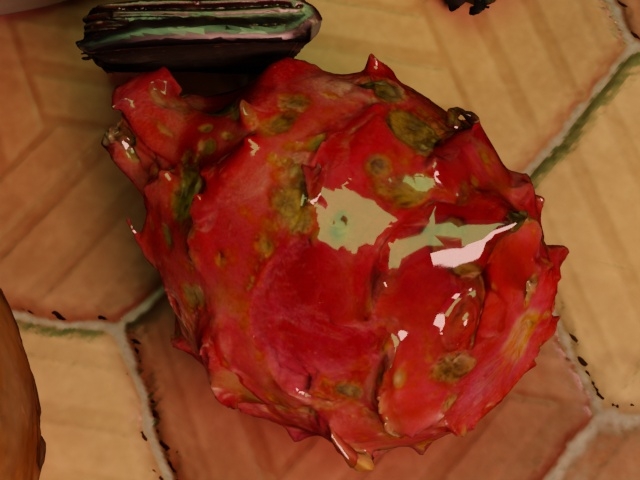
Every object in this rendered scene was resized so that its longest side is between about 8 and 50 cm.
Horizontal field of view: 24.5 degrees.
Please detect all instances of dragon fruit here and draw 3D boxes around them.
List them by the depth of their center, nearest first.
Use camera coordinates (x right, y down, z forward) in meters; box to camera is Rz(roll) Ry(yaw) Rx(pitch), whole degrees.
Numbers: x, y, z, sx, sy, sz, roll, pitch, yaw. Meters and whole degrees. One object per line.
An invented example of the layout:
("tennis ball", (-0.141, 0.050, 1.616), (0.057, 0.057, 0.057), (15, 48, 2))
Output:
("dragon fruit", (0.000, 0.000, 0.805), (0.268, 0.210, 0.205), (31, 99, 6))

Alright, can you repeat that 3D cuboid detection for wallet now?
("wallet", (-0.070, -0.113, 0.830), (0.122, 0.232, 0.031), (0, 93, -6))

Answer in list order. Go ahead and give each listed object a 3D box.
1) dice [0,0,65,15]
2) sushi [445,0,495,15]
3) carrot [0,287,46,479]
("dice", (-0.206, -0.316, 0.850), (0.304, 0.304, 0.277), (-9, 70, -9))
("sushi", (0.058, -0.293, 0.959), (0.139, 0.131, 0.291), (-38, 85, -14))
("carrot", (-0.235, 0.096, 0.667), (0.224, 0.340, 0.224), (2, 72, -7))
